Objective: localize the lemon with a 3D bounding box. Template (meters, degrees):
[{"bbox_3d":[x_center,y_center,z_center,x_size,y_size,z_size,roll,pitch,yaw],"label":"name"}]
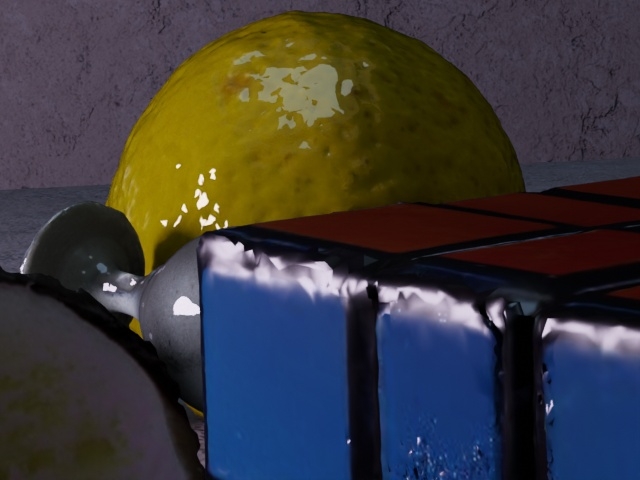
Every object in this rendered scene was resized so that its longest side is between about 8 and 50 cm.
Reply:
[{"bbox_3d":[0.000,0.000,1.168,0.350,0.349,0.387,-3,29,-5],"label":"lemon"}]

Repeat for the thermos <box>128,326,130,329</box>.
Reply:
[{"bbox_3d":[-0.297,0.102,1.362,0.136,0.109,0.330,-31,23,-28],"label":"thermos"}]

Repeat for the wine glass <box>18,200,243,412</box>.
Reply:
[{"bbox_3d":[-0.076,0.047,0.942,0.241,0.126,0.126,12,16,37],"label":"wine glass"}]

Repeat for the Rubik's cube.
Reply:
[{"bbox_3d":[0.147,0.129,0.528,0.293,0.288,0.283,-10,11,-34],"label":"Rubik's cube"}]

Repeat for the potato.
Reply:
[{"bbox_3d":[-0.225,0.137,0.900,0.229,0.229,0.266,-8,-4,-36],"label":"potato"}]
